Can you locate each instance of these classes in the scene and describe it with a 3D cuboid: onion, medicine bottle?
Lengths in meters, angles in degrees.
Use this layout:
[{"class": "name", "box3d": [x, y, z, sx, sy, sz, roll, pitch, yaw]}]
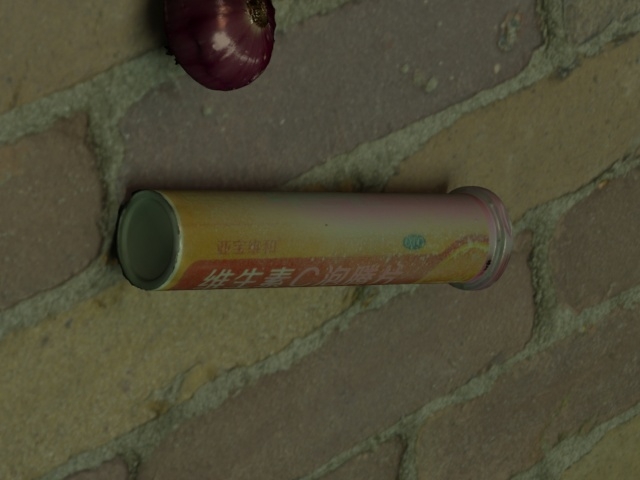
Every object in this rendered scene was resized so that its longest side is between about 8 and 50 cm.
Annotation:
[{"class": "onion", "box3d": [-0.090, -0.183, 1.709, 0.104, 0.115, 0.115, -25, 151, 32]}, {"class": "medicine bottle", "box3d": [0.000, 0.000, 1.896, 0.426, 0.108, 0.108, -1, 114, -42]}]
